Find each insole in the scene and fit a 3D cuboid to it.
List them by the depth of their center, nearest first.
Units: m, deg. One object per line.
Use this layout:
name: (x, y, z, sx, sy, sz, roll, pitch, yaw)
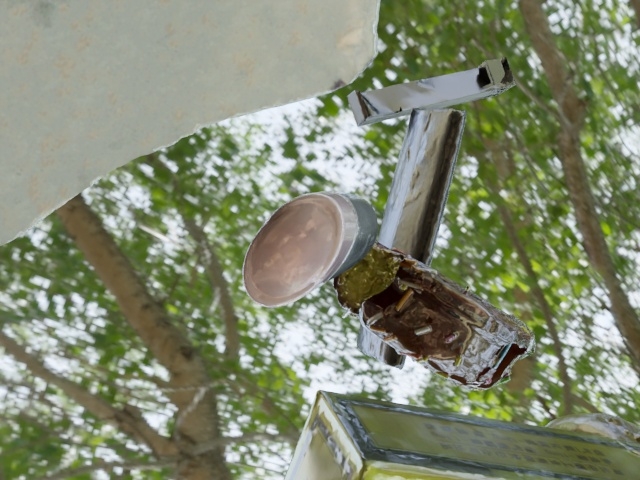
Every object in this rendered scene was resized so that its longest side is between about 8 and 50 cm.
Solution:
insole: (-0.069, -0.041, 0.294, 0.197, 0.065, 0.004, -25, -165, -16)

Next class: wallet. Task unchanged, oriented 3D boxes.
wallet: (0.105, -0.009, 1.367, 0.044, 0.170, 0.321, 12, -88, -12)

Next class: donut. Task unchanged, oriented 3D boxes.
donut: (0.113, 0.080, 1.154, 0.096, 0.216, 0.230, -60, -146, -1)

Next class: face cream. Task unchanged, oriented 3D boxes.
face cream: (0.000, 0.000, 0.995, 0.073, 0.269, 0.107, 39, -81, 4)

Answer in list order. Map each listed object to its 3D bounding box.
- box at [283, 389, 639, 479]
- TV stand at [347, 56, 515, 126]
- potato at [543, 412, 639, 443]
box: (0.081, 0.154, 0.484, 0.064, 0.220, 0.141, 46, -60, 60)
TV stand: (0.159, -0.212, 1.554, 0.040, 0.256, 0.049, -27, -100, 63)
potato: (0.355, 0.318, 1.250, 0.173, 0.307, 0.210, -35, -160, 16)
